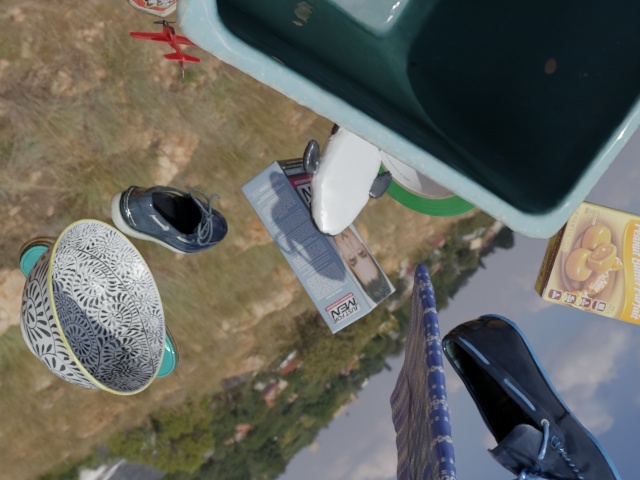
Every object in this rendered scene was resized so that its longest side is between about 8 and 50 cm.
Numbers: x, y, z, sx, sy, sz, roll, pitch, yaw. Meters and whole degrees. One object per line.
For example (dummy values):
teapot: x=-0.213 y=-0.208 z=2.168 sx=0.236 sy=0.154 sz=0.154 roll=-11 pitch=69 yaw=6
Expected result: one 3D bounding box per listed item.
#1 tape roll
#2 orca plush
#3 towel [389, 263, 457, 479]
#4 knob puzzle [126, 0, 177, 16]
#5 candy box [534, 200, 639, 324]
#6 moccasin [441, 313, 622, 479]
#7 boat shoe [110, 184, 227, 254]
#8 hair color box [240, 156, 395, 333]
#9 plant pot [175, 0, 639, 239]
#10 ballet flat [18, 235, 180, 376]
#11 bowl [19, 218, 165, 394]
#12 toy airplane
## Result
tape roll: x=0.216 y=-0.203 z=1.313 sx=0.077 sy=0.321 sz=0.321 roll=-40 pitch=168 yaw=-37
orca plush: x=0.031 y=-0.154 z=1.078 sx=0.151 sy=0.287 sz=0.102 roll=-2 pitch=-170 yaw=-20
towel: x=0.093 y=0.223 z=0.663 sx=0.336 sy=0.040 sz=0.243 roll=-86 pitch=178 yaw=-49
knob puzzle: x=-0.375 y=-0.603 z=1.579 sx=0.213 sy=0.213 sz=0.030 roll=-44 pitch=154 yaw=-13
candy box: x=0.559 y=0.050 z=1.172 sx=0.087 sy=0.316 sz=0.183 roll=-51 pitch=155 yaw=-77
moccasin: x=0.259 y=0.259 z=0.865 sx=0.117 sy=0.342 sz=0.137 roll=-7 pitch=140 yaw=-31
boat shoe: x=-0.212 y=-0.037 z=1.047 sx=0.079 sy=0.095 sz=0.254 roll=-10 pitch=163 yaw=24
hair color box: x=0.000 y=0.000 z=1.494 sx=0.114 sy=0.374 sz=0.185 roll=-34 pitch=176 yaw=24
plant pot: x=0.067 y=-0.196 z=0.413 sx=0.248 sy=0.247 sz=0.252 roll=-57 pitch=-153 yaw=15
ballet flat: x=-0.385 y=0.108 z=1.211 sx=0.116 sy=0.342 sz=0.124 roll=-47 pitch=-163 yaw=7
bowl: x=-0.228 y=0.072 z=0.640 sx=0.080 sy=0.170 sz=0.170 roll=-19 pitch=176 yaw=16
toy airplane: x=-0.271 y=-0.361 z=1.237 sx=0.151 sy=0.151 sz=0.028 roll=-35 pitch=164 yaw=-46
